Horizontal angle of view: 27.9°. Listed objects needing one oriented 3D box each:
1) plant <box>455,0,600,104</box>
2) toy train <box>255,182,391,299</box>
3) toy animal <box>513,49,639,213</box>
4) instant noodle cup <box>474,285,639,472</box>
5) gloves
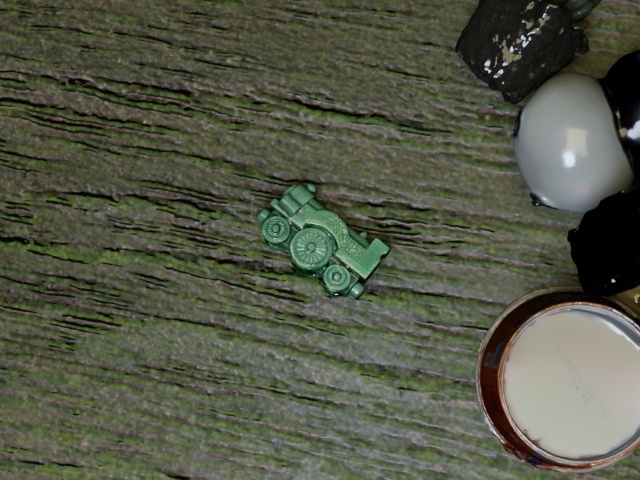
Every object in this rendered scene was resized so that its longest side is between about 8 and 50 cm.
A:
[{"bbox_3d":[0.273,-0.282,1.670,0.129,0.132,0.194,41,94,33],"label":"plant"},{"bbox_3d":[0.000,0.000,1.720,0.178,0.071,0.104,39,83,7],"label":"toy train"},{"bbox_3d":[0.361,-0.134,1.637,0.235,0.165,0.187,-21,89,7],"label":"toy animal"},{"bbox_3d":[0.315,0.176,1.605,0.250,0.192,0.250,-1,86,8],"label":"instant noodle cup"},{"bbox_3d":[0.431,0.006,1.571,0.197,0.301,0.152,-43,44,25],"label":"gloves"}]
